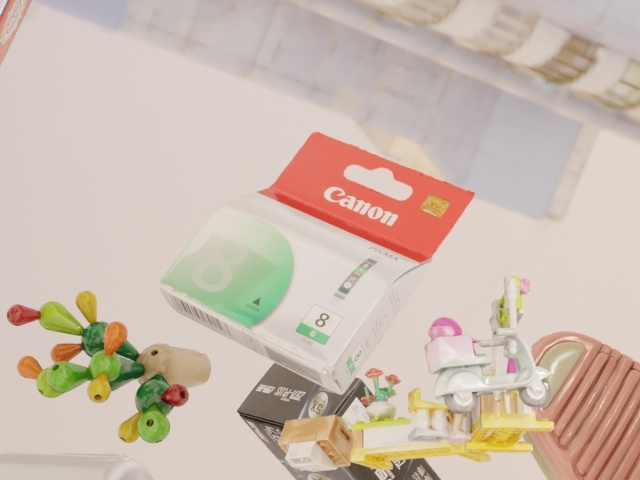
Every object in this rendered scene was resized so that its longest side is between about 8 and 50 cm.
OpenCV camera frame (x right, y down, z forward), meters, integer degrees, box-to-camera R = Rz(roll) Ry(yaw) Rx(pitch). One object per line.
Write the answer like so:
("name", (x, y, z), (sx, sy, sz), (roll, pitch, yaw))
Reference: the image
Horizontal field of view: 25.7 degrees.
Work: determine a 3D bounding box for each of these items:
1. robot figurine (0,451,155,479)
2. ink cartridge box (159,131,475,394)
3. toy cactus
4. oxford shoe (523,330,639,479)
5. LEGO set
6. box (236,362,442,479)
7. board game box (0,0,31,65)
("robot figurine", (-0.319, 0.349, 1.631), (0.300, 0.353, 0.200), (-58, 143, -58))
("ink cartridge box", (0.000, 0.000, 1.197), (0.181, 0.056, 0.225), (24, -114, 27))
("toy cactus", (-0.182, 0.112, 1.325), (0.219, 0.180, 0.112), (25, -75, 42))
("oxford shoe", (0.262, 0.235, 1.120), (0.140, 0.397, 0.146), (-47, -165, -28))
("LEGO set", (0.078, 0.096, 0.992), (0.287, 0.132, 0.107), (146, -51, -61))
("box", (0.022, 0.223, 1.508), (0.147, 0.180, 0.077), (7, -129, 51))
("board game box", (-0.325, -0.242, 1.049), (0.064, 0.242, 0.316), (120, -7, -77))
